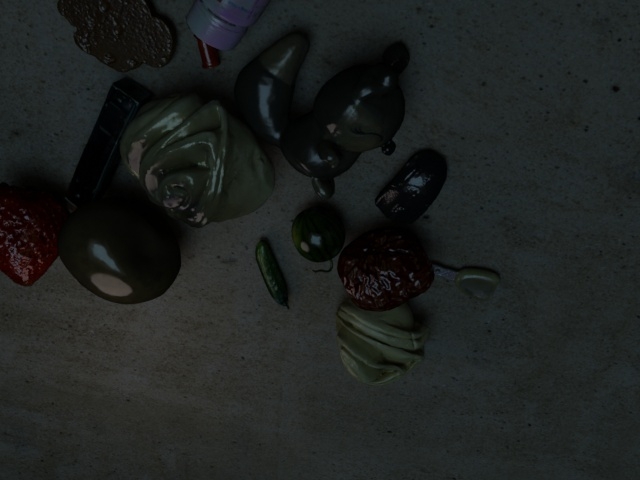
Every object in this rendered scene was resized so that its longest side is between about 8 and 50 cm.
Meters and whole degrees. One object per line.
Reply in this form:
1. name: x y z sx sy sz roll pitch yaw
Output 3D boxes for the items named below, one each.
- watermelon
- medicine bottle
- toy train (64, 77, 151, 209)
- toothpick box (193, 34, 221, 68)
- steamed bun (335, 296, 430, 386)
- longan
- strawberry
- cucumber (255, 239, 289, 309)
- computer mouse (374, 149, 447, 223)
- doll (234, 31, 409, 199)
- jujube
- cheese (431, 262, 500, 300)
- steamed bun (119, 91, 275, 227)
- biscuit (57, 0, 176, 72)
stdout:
1. watermelon: 0.000 0.000 1.922 0.141 0.140 0.187 -11 125 18
2. medicine bottle: -0.177 -0.547 1.569 0.152 0.152 0.254 32 125 -11
3. toy train: -0.559 -0.238 1.900 0.086 0.089 0.409 36 125 -2
4. toothpick box: -0.267 -0.452 1.716 0.047 0.047 0.083 -3 123 13
5. steamed bun: 0.165 0.280 2.040 0.276 0.203 0.289 19 125 -2
6. longan: -0.537 0.027 1.962 0.289 0.288 0.350 -21 138 24
7. strawberry: -0.810 -0.011 1.995 0.258 0.257 0.276 -2 82 13
8. cucumber: -0.138 0.103 2.071 0.056 0.056 0.250 -10 119 18
9. computer mouse: 0.231 -0.127 1.825 0.122 0.073 0.217 31 126 -11
10. doll: 0.008 -0.314 1.641 0.379 0.252 0.382 34 118 -13
11. jujube: 0.166 0.076 1.886 0.232 0.213 0.212 -24 118 6
12. cheese: 0.385 0.103 1.975 0.192 0.037 0.097 19 125 -1
13. steamed bun: -0.318 -0.172 1.763 0.339 0.247 0.352 -3 139 43
14. biscuit: -0.481 -0.507 1.725 0.291 0.041 0.208 24 125 -4
